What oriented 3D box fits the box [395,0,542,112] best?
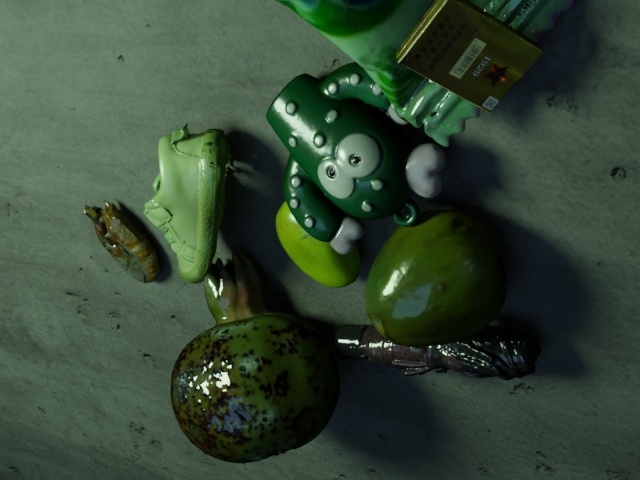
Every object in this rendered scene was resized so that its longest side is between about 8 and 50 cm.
[{"bbox_3d":[0.159,-0.201,0.876,0.133,0.023,0.090,22,126,-25],"label":"box"}]

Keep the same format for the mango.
[{"bbox_3d":[-0.006,-0.001,1.201,0.117,0.089,0.163,6,128,29],"label":"mango"}]

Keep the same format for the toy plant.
[{"bbox_3d":[0.042,-0.111,1.060,0.232,0.112,0.243,-19,98,30],"label":"toy plant"}]

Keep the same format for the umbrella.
[{"bbox_3d":[0.165,0.163,1.229,0.326,0.090,0.094,-2,127,34],"label":"umbrella"}]

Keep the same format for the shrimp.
[{"bbox_3d":[-0.362,0.006,1.460,0.132,0.052,0.187,-5,125,35],"label":"shrimp"}]

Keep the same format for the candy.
[{"bbox_3d":[0.057,-0.288,0.878,0.398,0.172,0.263,33,132,-8],"label":"candy"}]

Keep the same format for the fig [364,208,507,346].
[{"bbox_3d":[0.149,0.057,1.098,0.181,0.191,0.181,47,170,11],"label":"fig"}]

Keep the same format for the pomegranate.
[{"bbox_3d":[-0.124,0.188,1.342,0.285,0.285,0.341,-25,78,43],"label":"pomegranate"}]

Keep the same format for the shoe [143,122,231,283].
[{"bbox_3d":[-0.196,-0.063,1.249,0.128,0.140,0.262,20,129,4],"label":"shoe"}]
